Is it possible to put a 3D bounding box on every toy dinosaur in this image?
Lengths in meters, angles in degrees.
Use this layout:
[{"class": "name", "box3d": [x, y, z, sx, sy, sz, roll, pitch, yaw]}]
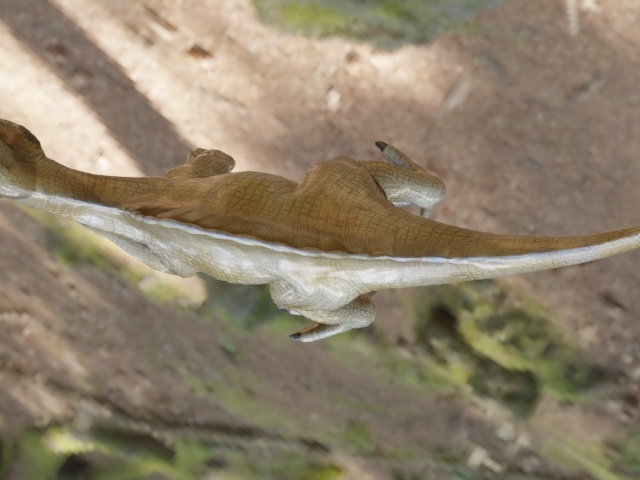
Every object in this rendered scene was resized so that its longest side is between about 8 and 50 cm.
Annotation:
[{"class": "toy dinosaur", "box3d": [0.000, 0.000, 0.378, 0.183, 0.053, 0.092, 8, -179, 11]}]
